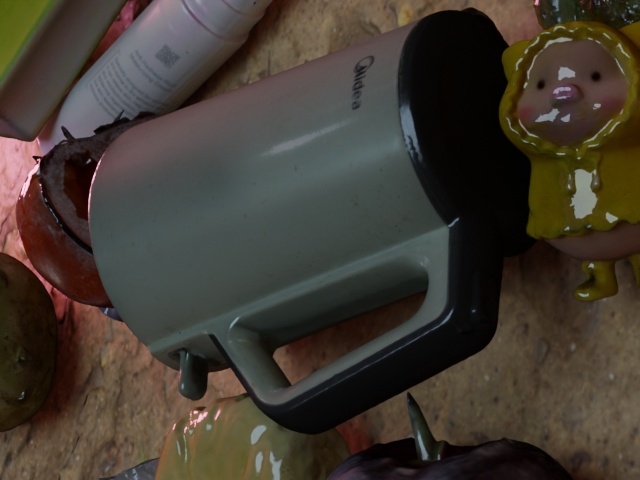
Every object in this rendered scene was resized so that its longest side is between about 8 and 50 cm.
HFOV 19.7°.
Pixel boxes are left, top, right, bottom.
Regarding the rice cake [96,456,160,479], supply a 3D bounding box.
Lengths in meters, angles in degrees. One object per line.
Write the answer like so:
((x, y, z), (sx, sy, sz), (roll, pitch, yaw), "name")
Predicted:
((-0.132, 0.233, 1.877), (0.270, 0.055, 0.049), (-23, 79, 38), "rice cake")

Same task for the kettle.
((0.000, 0.000, 1.645), (0.376, 0.250, 0.361), (-20, 48, 36), "kettle")

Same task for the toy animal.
((0.231, -0.067, 1.523), (0.156, 0.156, 0.230), (-8, 91, 42), "toy animal")

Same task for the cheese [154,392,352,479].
((-0.065, 0.255, 1.738), (0.214, 0.117, 0.226), (-6, 92, 36), "cheese")

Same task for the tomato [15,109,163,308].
((-0.215, -0.015, 1.905), (0.181, 0.214, 0.155), (54, 137, 19), "tomato")

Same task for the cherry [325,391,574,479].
((0.103, 0.274, 1.534), (0.255, 0.218, 0.296), (-7, 83, 36), "cherry")

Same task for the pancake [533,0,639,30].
((0.278, -0.219, 1.550), (0.253, 0.037, 0.254), (11, 107, 42), "pancake")

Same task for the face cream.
((-0.167, -0.195, 1.959), (0.345, 0.102, 0.102), (-40, 57, 30), "face cream")

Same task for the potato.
((-0.422, 0.118, 2.090), (0.307, 0.173, 0.210), (-8, 78, 39), "potato")

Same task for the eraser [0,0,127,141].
((-0.325, -0.252, 2.059), (0.210, 0.092, 0.274), (12, 68, 48), "eraser")

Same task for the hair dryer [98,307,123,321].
((-0.231, 0.035, 2.024), (0.114, 0.037, 0.063), (42, 109, 47), "hair dryer")
